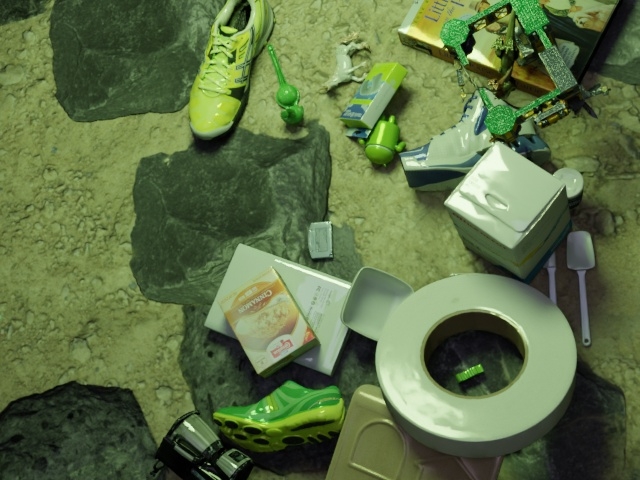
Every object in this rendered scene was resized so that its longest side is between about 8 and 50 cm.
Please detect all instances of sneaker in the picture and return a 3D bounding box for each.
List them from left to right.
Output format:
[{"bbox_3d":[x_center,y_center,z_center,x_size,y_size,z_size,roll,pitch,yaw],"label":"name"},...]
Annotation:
[{"bbox_3d":[-0.230,-0.423,2.124,0.145,0.147,0.385,14,79,15],"label":"sneaker"},{"bbox_3d":[-0.082,0.365,1.896,0.295,0.109,0.123,-8,36,20],"label":"sneaker"},{"bbox_3d":[0.320,-0.224,1.957,0.315,0.127,0.182,-11,68,3],"label":"sneaker"}]

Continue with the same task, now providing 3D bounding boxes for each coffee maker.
[{"bbox_3d":[-0.245,0.471,1.893,0.178,0.120,0.171,38,130,19],"label":"coffee maker"}]

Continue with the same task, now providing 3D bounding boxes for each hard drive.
[{"bbox_3d":[-0.077,0.149,1.977,0.307,0.040,0.203,19,79,18],"label":"hard drive"}]

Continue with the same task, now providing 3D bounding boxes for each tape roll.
[{"bbox_3d":[0.301,0.234,1.767,0.392,0.072,0.392,-7,48,8],"label":"tape roll"}]

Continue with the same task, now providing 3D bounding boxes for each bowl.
[{"bbox_3d":[0.115,0.137,1.907,0.142,0.053,0.142,25,80,-14],"label":"bowl"}]

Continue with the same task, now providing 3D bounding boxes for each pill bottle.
[{"bbox_3d":[0.507,-0.100,1.867,0.067,0.120,0.067,-4,74,12],"label":"pill bottle"}]

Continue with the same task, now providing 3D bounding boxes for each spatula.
[{"bbox_3d":[0.483,0.102,1.869,0.168,0.019,0.242,-3,73,12],"label":"spatula"}]

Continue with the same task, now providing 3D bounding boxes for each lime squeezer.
[{"bbox_3d":[-0.087,-0.335,2.094,0.059,0.110,0.310,-35,37,19],"label":"lime squeezer"}]

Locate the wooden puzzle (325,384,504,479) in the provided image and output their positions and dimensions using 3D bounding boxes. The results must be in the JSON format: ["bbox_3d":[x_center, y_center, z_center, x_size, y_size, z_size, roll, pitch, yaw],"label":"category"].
[{"bbox_3d":[0.167,0.492,1.759,0.322,0.080,0.348,17,83,26],"label":"wooden puzzle"}]

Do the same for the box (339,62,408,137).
[{"bbox_3d":[0.114,-0.317,2.036,0.178,0.042,0.109,-57,26,-6],"label":"box"}]

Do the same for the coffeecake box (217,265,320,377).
[{"bbox_3d":[-0.110,0.173,1.920,0.142,0.068,0.185,-33,70,1],"label":"coffeecake box"}]

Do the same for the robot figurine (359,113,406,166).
[{"bbox_3d":[0.138,-0.221,2.019,0.101,0.067,0.115,12,77,17],"label":"robot figurine"}]

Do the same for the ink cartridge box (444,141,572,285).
[{"bbox_3d":[0.382,-0.050,1.814,0.171,0.233,0.168,37,85,26],"label":"ink cartridge box"}]

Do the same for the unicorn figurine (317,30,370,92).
[{"bbox_3d":[0.060,-0.404,2.102,0.111,0.060,0.162,-9,58,20],"label":"unicorn figurine"}]

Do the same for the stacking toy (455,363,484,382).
[{"bbox_3d":[0.263,0.371,1.825,0.221,0.052,0.167,-28,70,4],"label":"stacking toy"}]

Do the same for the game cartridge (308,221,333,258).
[{"bbox_3d":[0.000,0.000,2.015,0.056,0.017,0.083,-3,73,9],"label":"game cartridge"}]

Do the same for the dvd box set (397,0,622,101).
[{"bbox_3d":[0.428,-0.511,2.038,0.420,0.062,0.308,27,81,19],"label":"dvd box set"}]

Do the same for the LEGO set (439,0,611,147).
[{"bbox_3d":[0.408,-0.342,1.869,0.255,0.192,0.331,-36,68,12],"label":"LEGO set"}]
